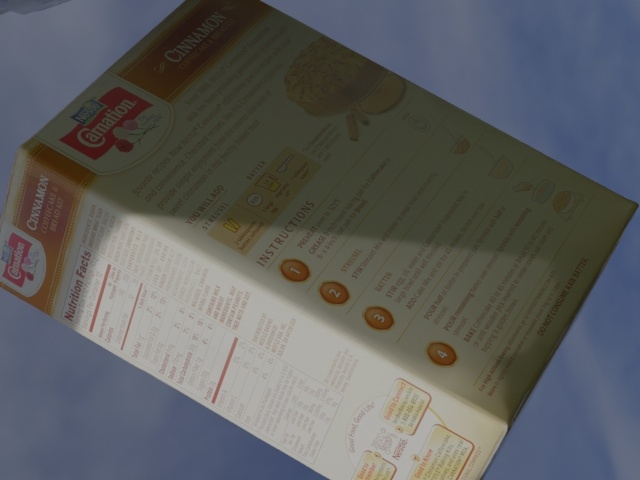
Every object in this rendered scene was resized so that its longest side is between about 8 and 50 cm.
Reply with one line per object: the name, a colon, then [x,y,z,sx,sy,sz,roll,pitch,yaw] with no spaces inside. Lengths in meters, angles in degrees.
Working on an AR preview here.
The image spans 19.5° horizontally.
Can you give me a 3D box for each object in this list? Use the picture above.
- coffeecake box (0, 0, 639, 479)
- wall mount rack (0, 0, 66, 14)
coffeecake box: [0.000,0.000,0.667,0.185,0.068,0.142,30,-139,9]
wall mount rack: [-0.069,-0.172,0.629,0.304,0.350,0.130,-7,-102,-80]
